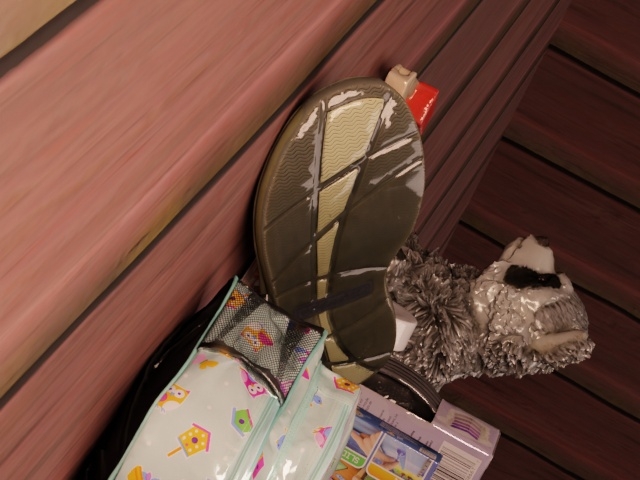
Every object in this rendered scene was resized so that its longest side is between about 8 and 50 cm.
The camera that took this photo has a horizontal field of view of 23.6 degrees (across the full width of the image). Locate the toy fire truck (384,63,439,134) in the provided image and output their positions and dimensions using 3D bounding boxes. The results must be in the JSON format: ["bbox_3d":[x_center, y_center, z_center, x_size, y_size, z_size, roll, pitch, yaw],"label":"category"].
[{"bbox_3d":[0.046,-0.093,1.230,0.135,0.047,0.192,-60,172,-11],"label":"toy fire truck"}]

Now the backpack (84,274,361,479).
[{"bbox_3d":[-0.069,0.142,0.989,0.166,0.144,0.188,-59,172,34],"label":"backpack"}]

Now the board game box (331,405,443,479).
[{"bbox_3d":[-0.007,0.208,1.413,0.136,0.201,0.035,-61,173,11],"label":"board game box"}]

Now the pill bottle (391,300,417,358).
[{"bbox_3d":[0.009,0.159,1.652,0.221,0.121,0.121,-62,173,10],"label":"pill bottle"}]

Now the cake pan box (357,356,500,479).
[{"bbox_3d":[0.016,0.237,1.522,0.267,0.245,0.070,-65,175,22],"label":"cake pan box"}]

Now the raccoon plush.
[{"bbox_3d":[0.131,0.174,1.846,0.446,0.299,0.216,-63,173,23],"label":"raccoon plush"}]

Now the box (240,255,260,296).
[{"bbox_3d":[-0.037,0.026,1.194,0.137,0.027,0.094,-58,173,-22],"label":"box"}]

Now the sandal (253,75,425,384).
[{"bbox_3d":[-0.001,0.001,1.100,0.120,0.086,0.303,-13,140,-17],"label":"sandal"}]
